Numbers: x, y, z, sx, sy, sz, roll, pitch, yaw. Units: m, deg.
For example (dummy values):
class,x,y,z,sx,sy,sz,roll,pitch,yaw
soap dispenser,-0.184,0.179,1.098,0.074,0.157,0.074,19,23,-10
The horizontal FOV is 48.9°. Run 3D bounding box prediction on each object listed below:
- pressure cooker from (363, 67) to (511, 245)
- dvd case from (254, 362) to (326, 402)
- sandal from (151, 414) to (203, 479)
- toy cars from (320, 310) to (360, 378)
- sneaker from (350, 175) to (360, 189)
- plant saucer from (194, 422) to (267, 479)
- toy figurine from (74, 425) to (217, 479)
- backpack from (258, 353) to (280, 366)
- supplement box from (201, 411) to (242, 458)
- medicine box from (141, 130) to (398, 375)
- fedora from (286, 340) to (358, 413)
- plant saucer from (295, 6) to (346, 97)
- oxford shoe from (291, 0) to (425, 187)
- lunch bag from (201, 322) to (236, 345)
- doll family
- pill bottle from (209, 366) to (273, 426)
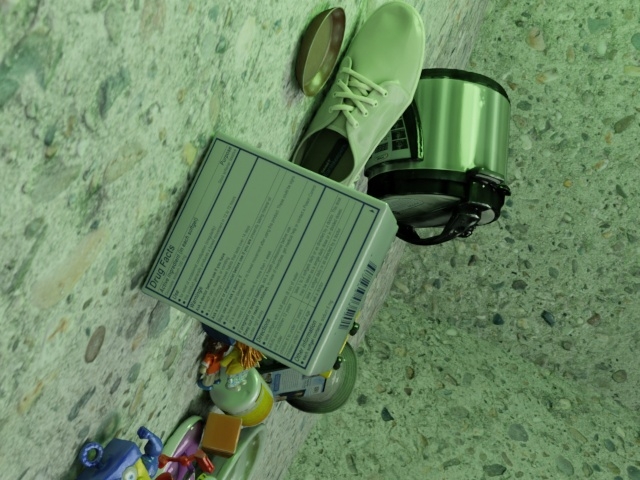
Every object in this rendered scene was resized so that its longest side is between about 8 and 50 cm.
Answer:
class,x,y,z,sx,sy,sz,roll,pitch,yaw
pressure cooker,0.310,-0.194,1.843,0.370,0.375,0.420,43,52,-71
dvd case,-0.103,0.362,1.796,0.180,0.253,0.022,99,-22,-49
sandal,-0.329,0.572,1.469,0.169,0.102,0.416,88,28,-69
toy cars,-0.009,0.134,1.712,0.087,0.176,0.393,151,-73,-68
sneaker,0.030,-0.132,1.649,0.212,0.094,0.080,-48,160,-53
plant saucer,-0.275,0.647,1.848,0.400,0.100,0.400,-60,167,-23
toy figurine,-0.354,0.415,1.120,0.362,0.191,0.217,-46,128,-38
backpack,-0.099,0.245,1.785,0.152,0.115,0.182,-52,159,-37
supplement box,-0.225,0.440,1.581,0.233,0.080,0.078,111,-9,-68
medicine box,-0.071,0.021,1.060,0.263,0.289,0.149,-65,166,-3
fedora,-0.043,0.358,1.978,0.124,0.275,0.243,25,83,-54
plant saucer,-0.003,-0.341,1.265,0.168,0.029,0.168,-61,167,-24
oxford shoe,0.077,-0.276,1.426,0.449,0.169,0.130,-61,167,6
lunch bag,-0.185,0.149,1.352,0.065,0.067,0.098,-60,165,-26
doll family,-0.150,0.213,1.499,0.263,0.118,0.163,-49,160,-51
pill bottle,-0.176,0.361,1.631,0.117,0.117,0.215,-61,160,-20
